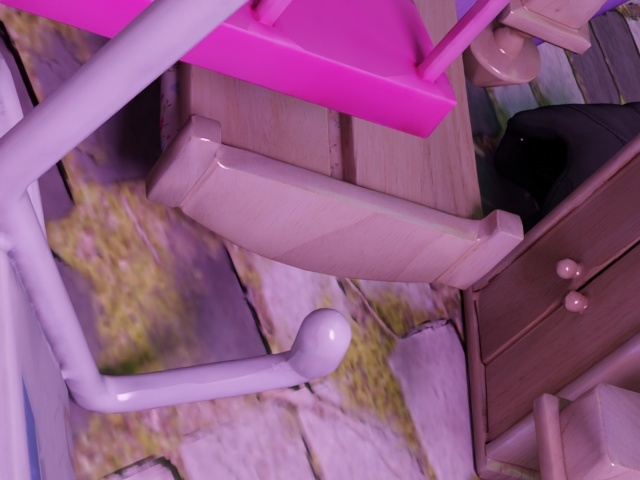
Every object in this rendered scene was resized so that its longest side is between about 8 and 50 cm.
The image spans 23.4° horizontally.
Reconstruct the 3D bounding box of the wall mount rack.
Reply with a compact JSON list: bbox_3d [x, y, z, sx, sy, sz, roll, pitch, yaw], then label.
[{"bbox_3d":[-0.021,0.076,0.356,0.304,0.130,0.350,92,-12,-66],"label":"wall mount rack"}]

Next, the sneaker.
[{"bbox_3d":[0.169,0.032,0.825,0.130,0.109,0.286,2,42,-17],"label":"sneaker"}]

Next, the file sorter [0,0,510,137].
[{"bbox_3d":[-0.054,-0.193,0.449,0.291,0.182,0.202,14,42,-36],"label":"file sorter"}]

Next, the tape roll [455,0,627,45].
[{"bbox_3d":[0.107,-0.260,0.972,0.275,0.090,0.275,38,40,-41],"label":"tape roll"}]

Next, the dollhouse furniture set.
[{"bbox_3d":[0.000,0.000,0.641,0.355,0.174,0.303,17,50,-24],"label":"dollhouse furniture set"}]
